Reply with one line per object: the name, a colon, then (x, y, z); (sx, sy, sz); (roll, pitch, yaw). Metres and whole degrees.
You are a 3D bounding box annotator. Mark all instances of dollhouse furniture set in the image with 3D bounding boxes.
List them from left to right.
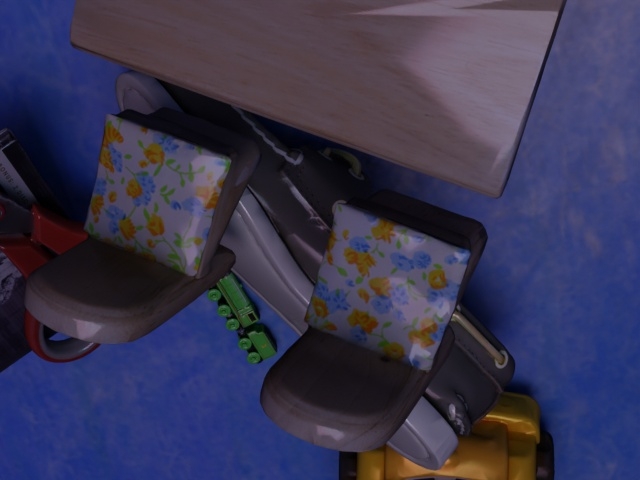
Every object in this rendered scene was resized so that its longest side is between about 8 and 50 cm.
dollhouse furniture set: (-0.096, -0.128, 0.595); (0.394, 0.256, 0.362); (21, 112, 13)

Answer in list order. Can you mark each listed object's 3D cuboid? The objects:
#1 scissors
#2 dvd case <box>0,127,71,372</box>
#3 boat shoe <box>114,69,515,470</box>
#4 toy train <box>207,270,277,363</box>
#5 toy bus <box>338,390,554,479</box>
scissors: (-0.174, -0.018, 0.787); (0.109, 0.021, 0.297); (-32, 141, -1)
dvd case: (-0.245, 0.046, 0.818); (0.221, 0.018, 0.164); (-35, 143, -9)
boat shoe: (-0.001, 0.000, 0.822); (0.091, 0.109, 0.305); (-43, 98, -17)
toy train: (-0.054, 0.047, 0.897); (0.023, 0.017, 0.083); (-26, 114, 8)
toy bus: (0.078, 0.233, 0.880); (0.149, 0.211, 0.220); (2, 119, 6)
